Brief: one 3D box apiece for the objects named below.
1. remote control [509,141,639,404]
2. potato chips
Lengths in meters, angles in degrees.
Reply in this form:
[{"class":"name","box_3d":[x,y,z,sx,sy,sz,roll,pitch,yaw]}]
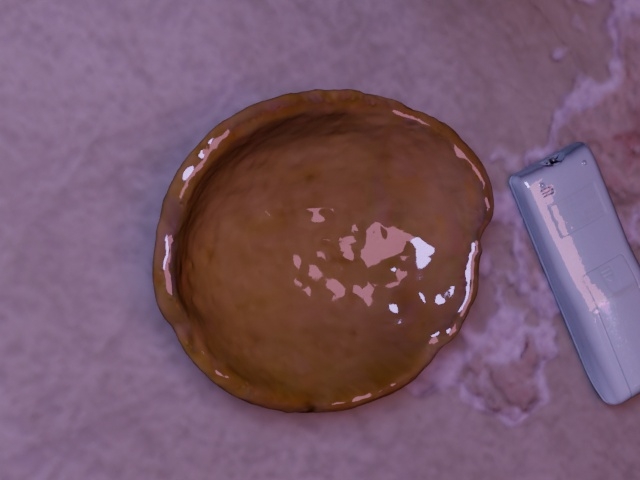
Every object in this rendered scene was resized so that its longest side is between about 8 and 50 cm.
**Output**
[{"class":"remote control","box_3d":[0.177,0.021,0.970,0.061,0.029,0.162,-28,101,-21]},{"class":"potato chips","box_3d":[-0.001,0.001,0.879,0.208,0.062,0.195,-40,111,-18]}]
